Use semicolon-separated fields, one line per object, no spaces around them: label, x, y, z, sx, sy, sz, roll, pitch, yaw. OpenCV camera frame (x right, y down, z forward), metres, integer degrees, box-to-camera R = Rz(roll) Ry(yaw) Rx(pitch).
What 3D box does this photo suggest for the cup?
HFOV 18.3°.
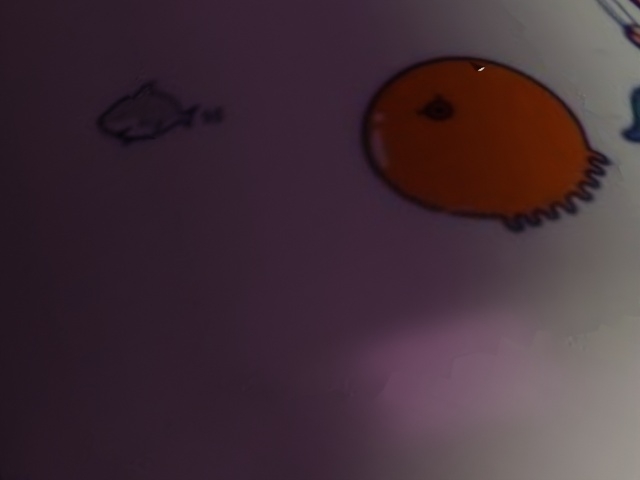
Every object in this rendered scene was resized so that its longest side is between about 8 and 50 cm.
cup;0.000;0.000;0.472;0.212;0.212;0.317;-5;48;-14
